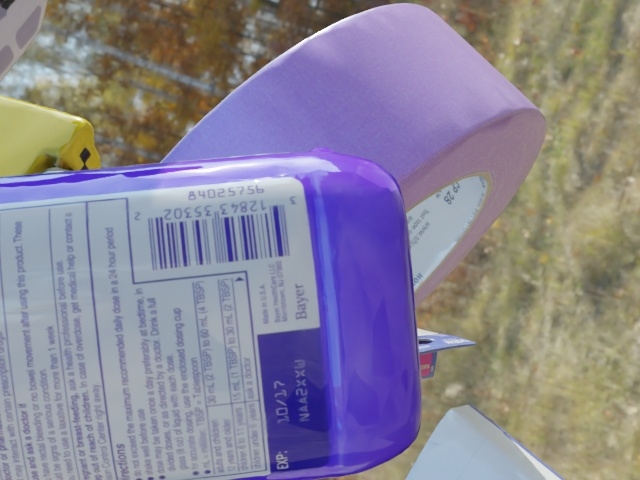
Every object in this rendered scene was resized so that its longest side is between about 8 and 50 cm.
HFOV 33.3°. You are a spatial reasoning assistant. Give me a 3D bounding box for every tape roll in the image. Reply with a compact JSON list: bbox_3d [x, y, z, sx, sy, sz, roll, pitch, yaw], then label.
[{"bbox_3d":[0.000,0.000,0.612,0.275,0.090,0.275,-40,-17,-15],"label":"tape roll"}]

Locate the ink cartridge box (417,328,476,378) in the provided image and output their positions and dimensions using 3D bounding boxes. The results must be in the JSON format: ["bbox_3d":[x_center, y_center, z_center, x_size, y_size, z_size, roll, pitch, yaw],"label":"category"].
[{"bbox_3d":[0.000,0.115,1.233,0.186,0.311,0.065,1,-84,-54],"label":"ink cartridge box"}]

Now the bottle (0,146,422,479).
[{"bbox_3d":[-0.110,0.036,0.373,0.092,0.283,0.118,-154,58,-84],"label":"bottle"}]

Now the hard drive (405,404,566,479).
[{"bbox_3d":[0.150,0.275,0.613,0.040,0.318,0.210,3,-60,-54],"label":"hard drive"}]

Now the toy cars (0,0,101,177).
[{"bbox_3d":[-0.205,-0.058,0.614,0.087,0.176,0.394,67,-174,-52],"label":"toy cars"}]
